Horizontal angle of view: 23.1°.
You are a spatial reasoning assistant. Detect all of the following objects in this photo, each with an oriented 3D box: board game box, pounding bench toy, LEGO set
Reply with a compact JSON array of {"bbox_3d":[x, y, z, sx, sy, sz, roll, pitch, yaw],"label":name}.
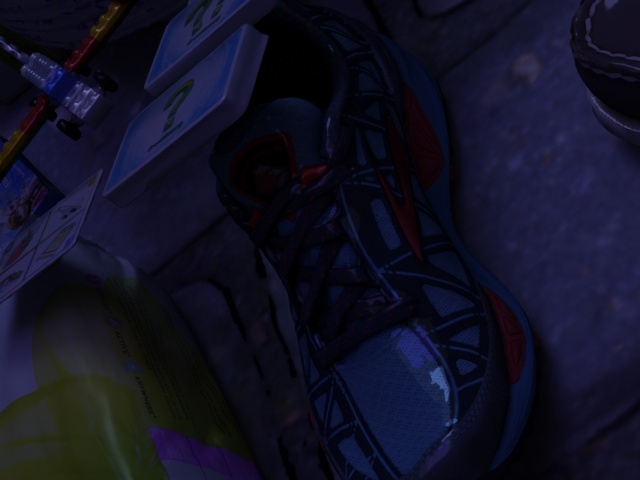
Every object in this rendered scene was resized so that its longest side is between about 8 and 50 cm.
[{"bbox_3d":[-0.192,-0.008,0.892,0.090,0.020,0.090,-54,43,2],"label":"board game box"},{"bbox_3d":[-0.205,-0.121,0.950,0.083,0.052,0.065,-37,46,18],"label":"pounding bench toy"},{"bbox_3d":[-0.108,-0.065,0.687,0.244,0.060,0.182,-34,29,37],"label":"LEGO set"}]

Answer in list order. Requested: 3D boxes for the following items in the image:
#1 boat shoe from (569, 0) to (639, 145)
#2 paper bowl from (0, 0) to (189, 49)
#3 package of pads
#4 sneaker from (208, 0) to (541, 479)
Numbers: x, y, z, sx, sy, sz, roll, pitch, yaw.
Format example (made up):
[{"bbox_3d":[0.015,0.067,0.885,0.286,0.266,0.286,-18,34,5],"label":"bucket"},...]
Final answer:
[{"bbox_3d":[0.223,-0.110,0.540,0.324,0.097,0.116,-10,59,37],"label":"boat shoe"},{"bbox_3d":[-0.095,-0.234,0.856,0.284,0.148,0.284,-21,53,30],"label":"paper bowl"},{"bbox_3d":[-0.123,0.155,0.673,0.229,0.101,0.296,-44,45,11],"label":"package of pads"},{"bbox_3d":[0.000,0.000,0.644,0.104,0.125,0.262,-37,46,22],"label":"sneaker"}]
